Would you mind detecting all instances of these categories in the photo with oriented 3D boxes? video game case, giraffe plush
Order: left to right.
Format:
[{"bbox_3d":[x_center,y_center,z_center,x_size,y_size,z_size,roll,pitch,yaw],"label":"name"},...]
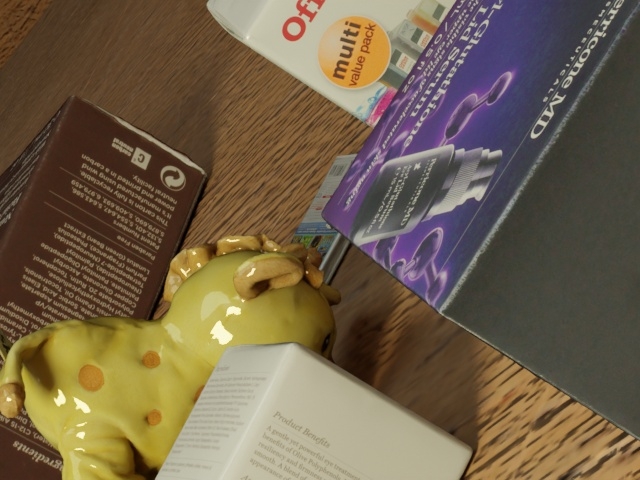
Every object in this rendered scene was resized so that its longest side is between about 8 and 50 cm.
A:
[{"bbox_3d":[-0.061,0.075,1.029,0.170,0.210,0.181,-27,17,3],"label":"giraffe plush"},{"bbox_3d":[0.000,0.000,1.207,0.122,0.011,0.087,-61,17,-9],"label":"video game case"}]

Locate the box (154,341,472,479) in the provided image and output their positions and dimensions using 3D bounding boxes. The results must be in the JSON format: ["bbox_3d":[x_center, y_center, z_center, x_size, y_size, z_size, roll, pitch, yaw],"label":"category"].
[{"bbox_3d":[-0.007,0.106,0.879,0.087,0.101,0.102,-62,17,-13],"label":"box"}]

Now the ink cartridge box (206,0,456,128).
[{"bbox_3d":[0.054,-0.114,0.959,0.128,0.176,0.127,-57,16,6],"label":"ink cartridge box"}]

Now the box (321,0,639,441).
[{"bbox_3d":[0.103,-0.028,0.788,0.153,0.108,0.207,-58,16,1],"label":"box"}]

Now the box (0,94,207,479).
[{"bbox_3d":[-0.241,0.094,1.523,0.191,0.143,0.381,-38,28,50],"label":"box"}]
